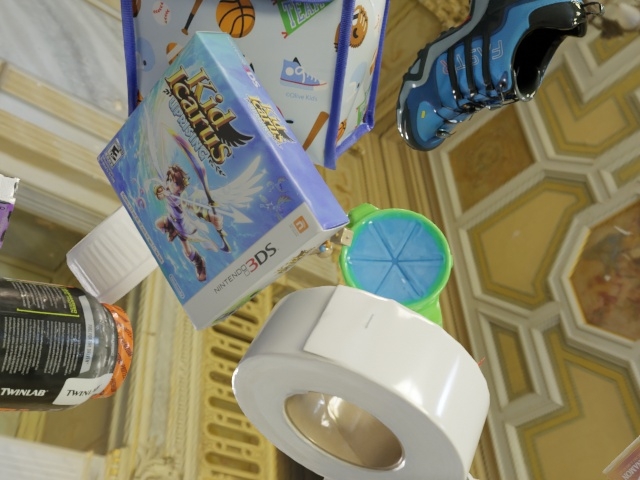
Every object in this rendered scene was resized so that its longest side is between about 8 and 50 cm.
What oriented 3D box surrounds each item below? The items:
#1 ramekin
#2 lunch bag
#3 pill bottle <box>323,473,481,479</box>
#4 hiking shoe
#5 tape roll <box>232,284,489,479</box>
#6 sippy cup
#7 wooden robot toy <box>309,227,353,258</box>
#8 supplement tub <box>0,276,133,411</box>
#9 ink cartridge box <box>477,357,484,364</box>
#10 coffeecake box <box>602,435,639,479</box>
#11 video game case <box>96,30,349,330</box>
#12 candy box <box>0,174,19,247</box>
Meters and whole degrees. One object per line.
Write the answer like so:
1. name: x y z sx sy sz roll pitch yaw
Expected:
1. ramekin: -0.383 0.001 1.363 0.273 0.127 0.273 -38 -166 11
2. lunch bag: -0.081 -0.323 0.883 0.239 0.328 0.385 -57 159 -55
3. pill bottle: 0.171 0.466 1.191 0.176 0.319 0.176 -30 -131 42
4. hiking shoe: 0.197 -0.204 0.841 0.304 0.113 0.132 -56 -131 45
5. tape roll: 0.044 0.183 0.785 0.286 0.286 0.100 -22 -152 47
6. sippy cup: 0.160 0.077 1.515 0.224 0.240 0.305 86 10 -69
7. wooden robot toy: 0.000 0.000 1.249 0.173 0.079 0.076 -15 -115 40
8. supplement tub: -0.484 0.163 1.068 0.207 0.338 0.207 -13 -109 41
9. ink cartridge box: 0.344 0.420 1.755 0.056 0.225 0.181 46 -35 24
10. coffeecake box: 0.435 0.224 0.791 0.068 0.186 0.142 48 -52 30
11. video game case: -0.130 -0.064 0.815 0.244 0.061 0.269 -38 -100 33
12. candy box: -0.708 -0.071 1.319 0.165 0.196 0.070 -48 -140 44
